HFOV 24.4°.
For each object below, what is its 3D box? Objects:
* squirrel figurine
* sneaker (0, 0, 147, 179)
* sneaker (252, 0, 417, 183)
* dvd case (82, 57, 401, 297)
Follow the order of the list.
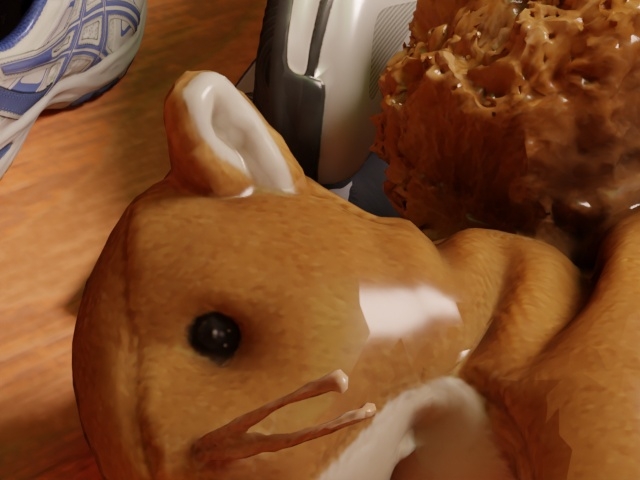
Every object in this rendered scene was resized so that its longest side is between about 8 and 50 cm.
[{"bbox_3d":[0.094,0.035,0.646,0.371,0.281,0.397,15,51,2],"label":"squirrel figurine"},{"bbox_3d":[-0.156,-0.136,0.794,0.112,0.131,0.296,24,40,-1],"label":"sneaker"},{"bbox_3d":[0.140,-0.178,0.848,0.258,0.169,0.447,20,53,10],"label":"sneaker"},{"bbox_3d":[0.000,0.000,0.812,0.179,0.029,0.238,29,42,1],"label":"dvd case"}]
